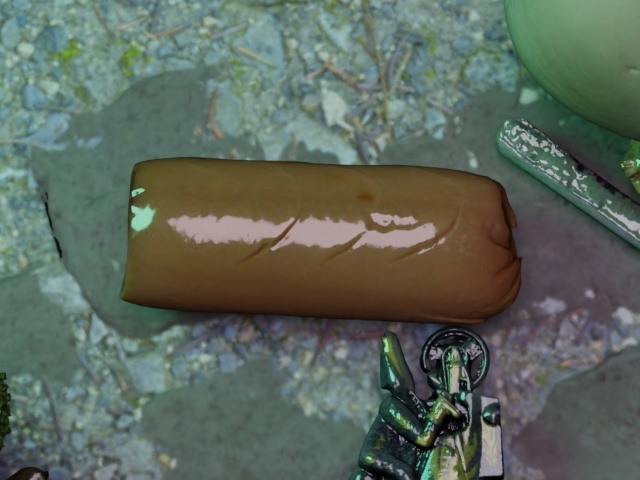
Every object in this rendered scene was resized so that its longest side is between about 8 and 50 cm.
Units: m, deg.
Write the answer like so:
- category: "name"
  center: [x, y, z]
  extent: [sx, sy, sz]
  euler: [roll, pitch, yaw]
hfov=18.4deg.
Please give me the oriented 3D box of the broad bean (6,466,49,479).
- category: "broad bean"
  center: [-0.250, 0.334, 1.454]
  extent: [0.077, 0.061, 0.339]
  euler: [12, 76, 17]

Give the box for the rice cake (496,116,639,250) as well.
- category: "rice cake"
  center: [0.223, -0.028, 1.540]
  extent: [0.208, 0.033, 0.033]
  euler: [36, 82, 10]

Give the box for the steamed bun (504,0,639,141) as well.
- category: "steamed bun"
  center: [0.271, -0.231, 1.443]
  extent: [0.324, 0.324, 0.206]
  euler: [-44, 100, -8]

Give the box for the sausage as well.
- category: "sausage"
  center: [0.001, 0.000, 1.499]
  extent: [0.304, 0.121, 0.121]
  euler: [2, 76, 1]

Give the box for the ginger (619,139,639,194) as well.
- category: "ginger"
  center: [0.314, -0.081, 1.541]
  extent: [0.173, 0.051, 0.069]
  euler: [-18, 65, -3]

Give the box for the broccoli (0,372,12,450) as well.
- category: "broccoli"
  center: [-0.415, 0.152, 1.371]
  extent: [0.414, 0.321, 0.310]
  euler: [-11, 71, -3]

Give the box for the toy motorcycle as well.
- category: "toy motorcycle"
  center: [0.078, 0.161, 1.486]
  extent: [0.124, 0.061, 0.193]
  euler: [-9, 77, 2]
